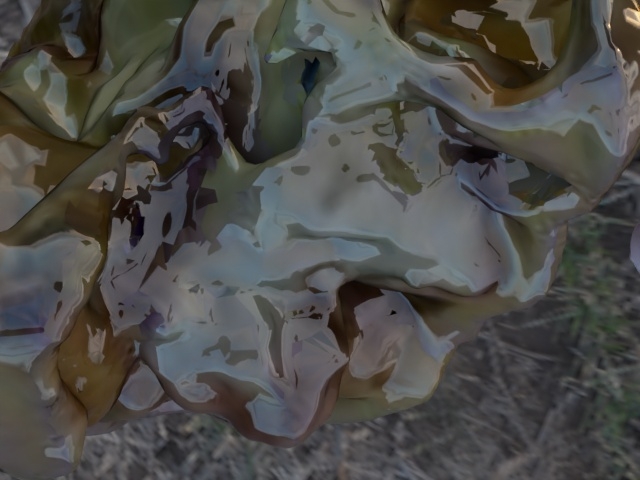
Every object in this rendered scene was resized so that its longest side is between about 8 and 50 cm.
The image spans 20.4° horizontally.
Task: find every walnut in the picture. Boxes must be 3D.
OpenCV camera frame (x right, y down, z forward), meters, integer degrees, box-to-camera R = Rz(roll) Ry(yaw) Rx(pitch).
[{"bbox_3d":[-0.018,-0.029,0.514,0.238,0.204,0.141,-20,129,-3],"label":"walnut"}]

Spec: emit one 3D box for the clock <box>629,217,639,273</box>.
[{"bbox_3d":[0.162,-0.116,0.485,0.275,0.080,0.290,30,86,-15],"label":"clock"}]
